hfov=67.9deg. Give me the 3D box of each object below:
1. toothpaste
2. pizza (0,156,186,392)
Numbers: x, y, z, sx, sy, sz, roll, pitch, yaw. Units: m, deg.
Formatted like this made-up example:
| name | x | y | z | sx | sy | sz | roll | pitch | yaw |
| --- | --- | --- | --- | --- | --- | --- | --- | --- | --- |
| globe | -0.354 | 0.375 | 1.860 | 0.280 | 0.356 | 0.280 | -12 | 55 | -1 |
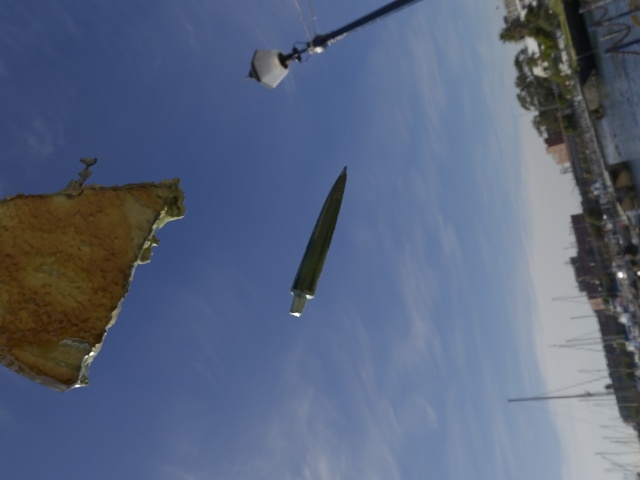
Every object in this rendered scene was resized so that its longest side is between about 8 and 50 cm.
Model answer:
| name | x | y | z | sx | sy | sz | roll | pitch | yaw |
| --- | --- | --- | --- | --- | --- | --- | --- | --- | --- |
| toothpaste | 0.000 | 0.000 | 0.618 | 0.049 | 0.032 | 0.204 | 124 | 166 | -76 |
| pizza | -0.278 | 0.022 | 0.553 | 0.288 | 0.075 | 0.279 | -33 | -71 | -14 |
